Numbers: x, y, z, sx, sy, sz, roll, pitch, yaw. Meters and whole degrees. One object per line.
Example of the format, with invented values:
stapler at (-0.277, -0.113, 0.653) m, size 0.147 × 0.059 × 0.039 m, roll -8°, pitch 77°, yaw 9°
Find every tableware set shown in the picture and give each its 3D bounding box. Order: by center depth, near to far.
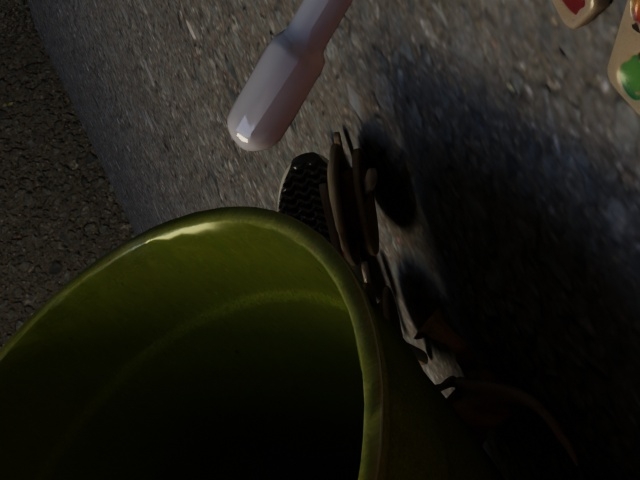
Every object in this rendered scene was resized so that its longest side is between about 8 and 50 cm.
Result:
tableware set at (0.042, 0.023, 0.736) m, size 0.128 × 0.039 × 0.194 m, roll -77°, pitch -24°, yaw -66°

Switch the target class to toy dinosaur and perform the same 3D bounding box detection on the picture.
toy dinosaur at (0.102, 0.099, 0.669) m, size 0.112 × 0.064 × 0.211 m, roll 40°, pitch 161°, yaw 8°

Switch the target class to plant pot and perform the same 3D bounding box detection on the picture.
plant pot at (-0.013, 0.228, 0.612) m, size 0.353 × 0.366 × 0.366 m, roll 41°, pitch -177°, yaw -36°

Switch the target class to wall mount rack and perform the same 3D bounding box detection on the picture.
wall mount rack at (-0.018, -0.218, 0.315) m, size 0.350 × 0.131 × 0.304 m, roll -118°, pitch 15°, yaw -52°

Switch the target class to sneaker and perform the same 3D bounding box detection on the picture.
sneaker at (0.000, 0.000, 0.835) m, size 0.075 × 0.057 × 0.161 m, roll -106°, pitch 0°, yaw -67°

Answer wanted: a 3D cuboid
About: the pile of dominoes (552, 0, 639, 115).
pile of dominoes at (0.107, -0.115, 0.295) m, size 0.196 × 0.040 × 0.251 m, roll 57°, pitch 163°, yaw 31°
